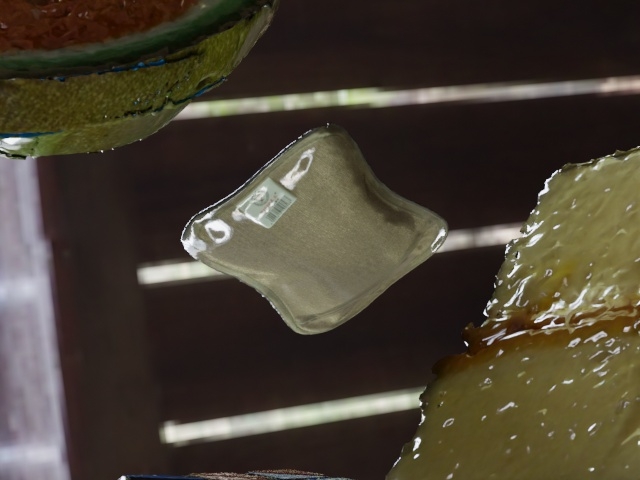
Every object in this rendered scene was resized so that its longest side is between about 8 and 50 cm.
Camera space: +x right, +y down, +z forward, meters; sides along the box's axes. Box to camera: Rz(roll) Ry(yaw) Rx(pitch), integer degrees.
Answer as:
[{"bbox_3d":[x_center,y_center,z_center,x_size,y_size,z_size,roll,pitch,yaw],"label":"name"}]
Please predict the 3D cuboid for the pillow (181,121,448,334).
[{"bbox_3d":[0.000,0.000,1.270,0.130,0.217,0.033,-38,60,10],"label":"pillow"}]

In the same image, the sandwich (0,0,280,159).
[{"bbox_3d":[-0.133,-0.104,0.955,0.159,0.235,0.079,37,134,9],"label":"sandwich"}]

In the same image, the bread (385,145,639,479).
[{"bbox_3d":[0.269,0.024,1.194,0.242,0.404,0.346,103,179,-54],"label":"bread"}]

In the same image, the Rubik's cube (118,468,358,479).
[{"bbox_3d":[-0.064,0.244,1.780,0.284,0.250,0.234,-61,6,16],"label":"Rubik's cube"}]
